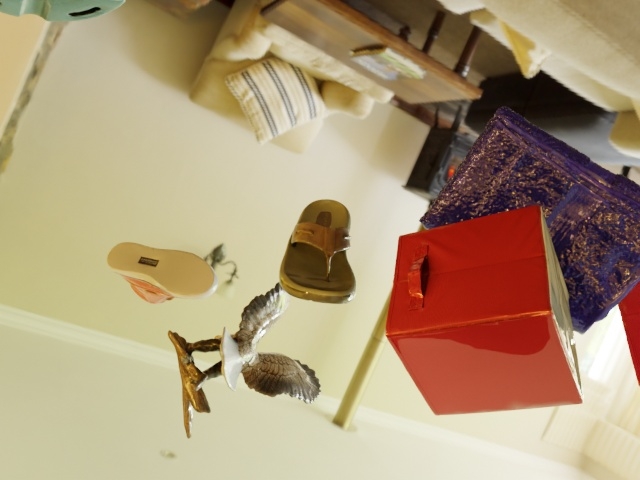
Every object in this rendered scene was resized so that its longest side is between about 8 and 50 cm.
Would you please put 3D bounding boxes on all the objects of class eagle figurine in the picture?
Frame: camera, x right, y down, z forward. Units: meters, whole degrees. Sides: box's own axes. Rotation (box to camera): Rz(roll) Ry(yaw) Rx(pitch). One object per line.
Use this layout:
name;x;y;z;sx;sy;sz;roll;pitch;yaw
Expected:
eagle figurine;-0.123;0.197;1.081;0.298;0.226;0.225;-10;-138;-30

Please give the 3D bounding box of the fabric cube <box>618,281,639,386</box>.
fabric cube;0.686;0.141;1.004;0.258;0.259;0.254;-23;140;34

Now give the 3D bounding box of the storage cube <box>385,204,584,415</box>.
storage cube;0.217;0.097;0.764;0.193;0.183;0.215;-14;128;26

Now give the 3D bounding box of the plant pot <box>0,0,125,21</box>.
plant pot;-0.421;-0.536;0.860;0.341;0.333;0.341;-6;174;-1

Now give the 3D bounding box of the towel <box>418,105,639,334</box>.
towel;0.329;-0.028;0.860;0.308;0.227;0.076;36;-164;12

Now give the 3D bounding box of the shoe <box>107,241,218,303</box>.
shoe;-0.212;0.056;0.825;0.178;0.063;0.081;13;151;22

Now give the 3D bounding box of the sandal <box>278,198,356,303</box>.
sandal;-0.001;-0.001;0.946;0.120;0.086;0.302;5;-147;-3
